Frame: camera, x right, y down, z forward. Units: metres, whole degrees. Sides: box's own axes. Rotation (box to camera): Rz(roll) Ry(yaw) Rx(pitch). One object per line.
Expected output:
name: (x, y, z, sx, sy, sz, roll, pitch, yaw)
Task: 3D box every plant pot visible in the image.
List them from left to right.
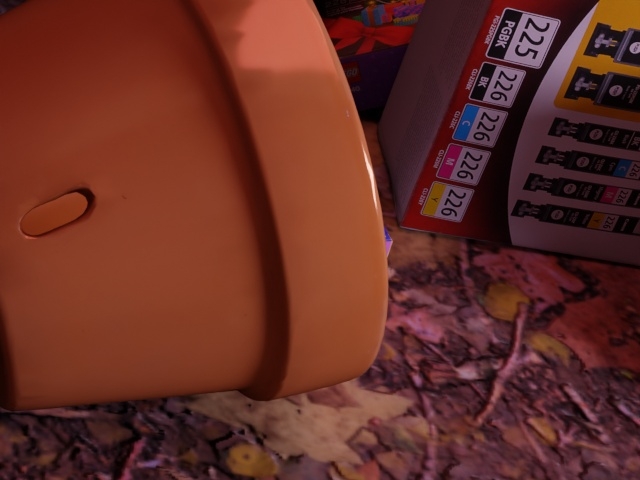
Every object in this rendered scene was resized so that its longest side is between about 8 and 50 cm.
plant pot: (-0.115, -0.026, 1.002, 0.203, 0.291, 0.291, -19, 49, -19)

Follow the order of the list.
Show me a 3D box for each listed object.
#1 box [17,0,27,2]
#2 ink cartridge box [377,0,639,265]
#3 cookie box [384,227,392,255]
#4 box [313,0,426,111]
box: (-0.111, -0.233, 1.329, 0.232, 0.058, 0.322, 21, 30, 33)
ink cartridge box: (0.220, -0.143, 1.253, 0.272, 0.309, 0.130, 8, 38, -15)
cookie box: (0.000, 0.000, 1.152, 0.040, 0.092, 0.107, -5, 44, -25)
box: (0.138, -0.207, 1.406, 0.293, 0.057, 0.201, -12, 39, 3)
